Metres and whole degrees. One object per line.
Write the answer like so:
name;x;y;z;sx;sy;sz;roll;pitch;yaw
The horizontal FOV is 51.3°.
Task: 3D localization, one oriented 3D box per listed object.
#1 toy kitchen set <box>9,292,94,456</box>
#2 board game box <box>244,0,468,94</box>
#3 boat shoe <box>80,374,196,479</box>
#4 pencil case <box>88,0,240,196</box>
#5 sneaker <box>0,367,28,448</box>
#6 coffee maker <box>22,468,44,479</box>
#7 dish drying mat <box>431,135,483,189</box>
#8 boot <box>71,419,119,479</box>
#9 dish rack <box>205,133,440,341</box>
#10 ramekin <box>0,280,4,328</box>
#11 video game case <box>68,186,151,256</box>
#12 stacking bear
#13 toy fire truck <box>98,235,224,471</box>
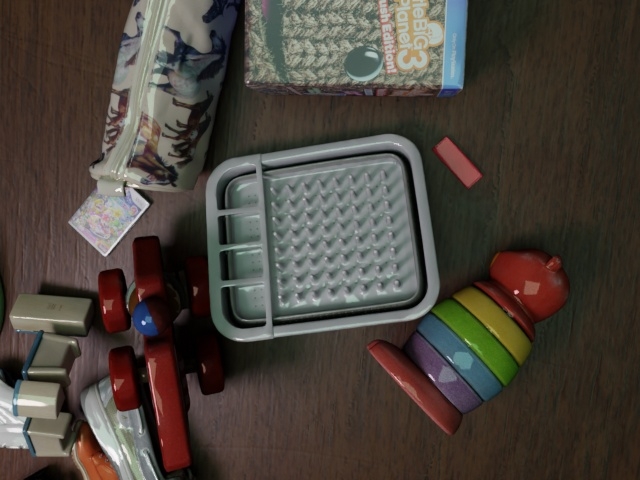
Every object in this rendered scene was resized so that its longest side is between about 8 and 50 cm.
toy kitchen set;-0.452;0.221;1.093;0.122;0.207;0.166;6;134;-2
board game box;0.052;-0.321;0.918;0.290;0.141;0.232;2;99;7
boat shoe;-0.276;0.362;1.102;0.103;0.118;0.321;-31;85;-7
pencil case;-0.222;-0.261;0.972;0.159;0.183;0.411;20;101;22
sneaker;-0.593;0.282;1.140;0.296;0.111;0.130;3;85;-9
coffee maker;-0.500;0.511;1.122;0.120;0.171;0.178;-32;90;38
dish drying mat;0.209;-0.119;1.019;0.032;0.008;0.083;-42;91;12
boot;-0.374;0.376;1.147;0.084;0.059;0.158;-11;104;6
dish rack;0.000;0.000;0.997;0.332;0.072;0.286;-8;72;9
ramekin;-0.708;0.111;1.108;0.303;0.148;0.304;1;98;8
video game case;-0.350;-0.046;1.106;0.087;0.011;0.122;43;101;1
stacking bear;0.238;0.127;0.976;0.289;0.175;0.164;-44;62;-1
toy fire truck;-0.229;0.148;0.971;0.169;0.254;0.302;-8;97;-14
